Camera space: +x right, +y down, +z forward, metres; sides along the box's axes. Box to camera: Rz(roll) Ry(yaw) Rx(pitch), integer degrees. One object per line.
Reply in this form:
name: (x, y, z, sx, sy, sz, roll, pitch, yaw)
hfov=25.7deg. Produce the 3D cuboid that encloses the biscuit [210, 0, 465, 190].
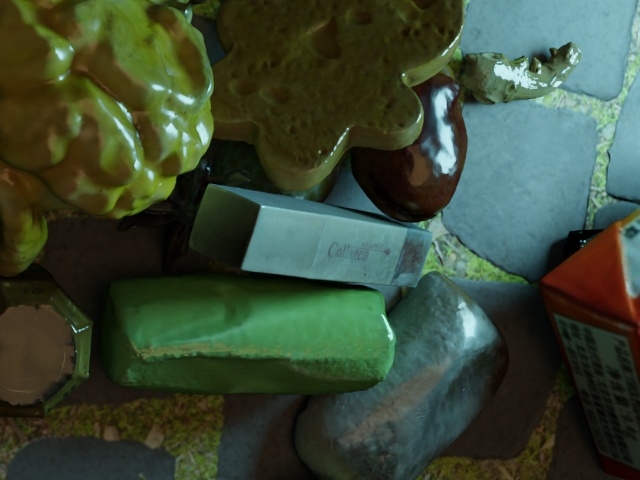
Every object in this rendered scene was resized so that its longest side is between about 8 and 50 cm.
biscuit: (0.015, -0.212, 1.595, 0.275, 0.052, 0.355, 32, 64, 14)

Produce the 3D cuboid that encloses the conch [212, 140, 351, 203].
conch: (-0.038, -0.084, 1.626, 0.173, 0.106, 0.116, -10, 87, -9)

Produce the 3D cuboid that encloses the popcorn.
popcorn: (-0.281, -0.140, 1.406, 0.349, 0.349, 0.381, 31, 117, -25)

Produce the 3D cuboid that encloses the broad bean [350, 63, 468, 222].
broad bean: (0.110, -0.135, 1.660, 0.156, 0.122, 0.228, 17, 70, -22)

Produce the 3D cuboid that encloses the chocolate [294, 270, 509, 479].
chocolate: (0.113, 0.197, 1.732, 0.303, 0.100, 0.185, -46, 115, -11)

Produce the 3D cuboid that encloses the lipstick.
lipstick: (0.000, 0.000, 1.558, 0.371, 0.080, 0.076, 7, 104, -58)

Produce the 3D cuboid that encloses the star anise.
star anise: (-0.143, -0.034, 1.574, 0.205, 0.061, 0.180, -5, 131, 7)

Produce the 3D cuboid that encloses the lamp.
lamp: (-0.322, 0.101, 1.461, 0.161, 0.185, 0.161, -3, 98, -24)

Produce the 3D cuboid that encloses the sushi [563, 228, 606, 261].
sushi: (0.367, 0.028, 1.851, 0.083, 0.056, 0.084, -1, 95, -25)

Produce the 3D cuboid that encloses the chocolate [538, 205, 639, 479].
chocolate: (0.493, 0.116, 1.826, 0.341, 0.161, 0.360, -35, 123, -18)

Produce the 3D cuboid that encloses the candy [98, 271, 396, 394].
candy: (-0.082, 0.104, 1.597, 0.344, 0.132, 0.142, 2, 78, -23)

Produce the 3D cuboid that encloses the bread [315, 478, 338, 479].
bread: (0.025, 0.366, 1.699, 0.077, 0.116, 0.200, -46, 115, -32)

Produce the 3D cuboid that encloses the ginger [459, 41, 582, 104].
ginger: (0.253, -0.211, 1.780, 0.173, 0.051, 0.069, -11, 106, -29)
